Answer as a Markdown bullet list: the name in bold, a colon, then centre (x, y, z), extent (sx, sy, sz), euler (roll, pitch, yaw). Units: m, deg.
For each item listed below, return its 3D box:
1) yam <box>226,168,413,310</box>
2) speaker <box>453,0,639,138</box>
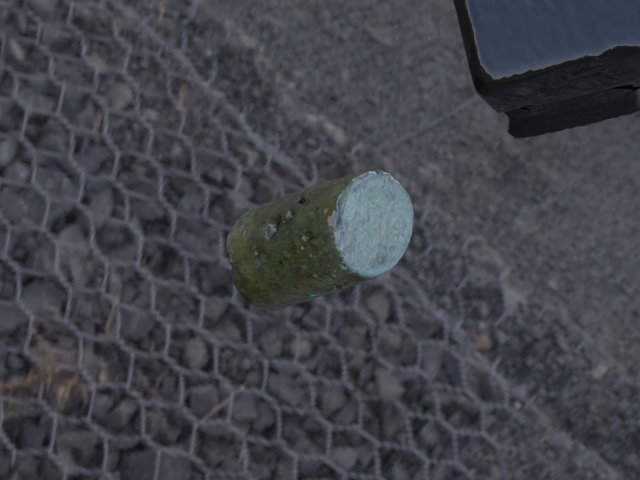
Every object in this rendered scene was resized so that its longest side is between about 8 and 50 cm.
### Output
- **yam**: centre (0.000, 0.000, 1.371), extent (0.107, 0.194, 0.107), euler (11, 71, -36)
- **speaker**: centre (0.199, -0.293, 1.311), extent (0.180, 0.184, 0.388), euler (-12, 94, 10)
